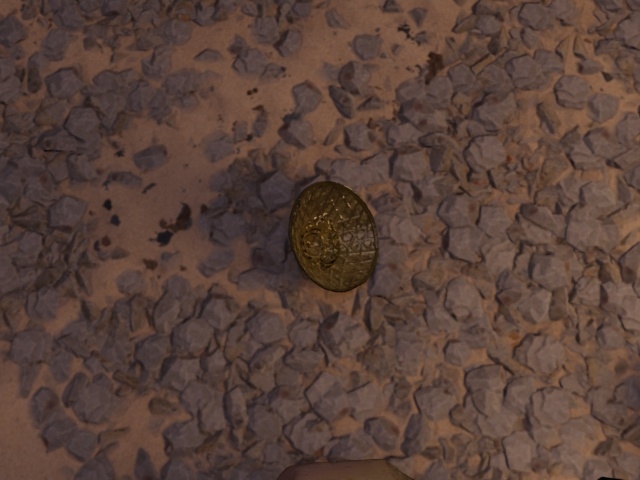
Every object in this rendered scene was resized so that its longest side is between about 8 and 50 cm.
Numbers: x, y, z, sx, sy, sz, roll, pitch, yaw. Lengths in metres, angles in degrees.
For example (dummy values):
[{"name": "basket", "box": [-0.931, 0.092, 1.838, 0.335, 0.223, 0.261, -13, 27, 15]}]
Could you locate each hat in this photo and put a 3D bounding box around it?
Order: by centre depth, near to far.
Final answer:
[{"name": "hat", "box": [0.000, 0.000, 1.502, 0.146, 0.067, 0.146, 10, 73, -36]}]

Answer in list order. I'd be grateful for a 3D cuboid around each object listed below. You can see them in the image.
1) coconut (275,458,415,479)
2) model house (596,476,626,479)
[{"name": "coconut", "box": [0.013, 0.351, 1.285, 0.234, 0.224, 0.224, -12, 68, -7]}, {"name": "model house", "box": [0.302, 0.475, 1.106, 0.400, 0.395, 0.445, 26, 79, 16]}]
